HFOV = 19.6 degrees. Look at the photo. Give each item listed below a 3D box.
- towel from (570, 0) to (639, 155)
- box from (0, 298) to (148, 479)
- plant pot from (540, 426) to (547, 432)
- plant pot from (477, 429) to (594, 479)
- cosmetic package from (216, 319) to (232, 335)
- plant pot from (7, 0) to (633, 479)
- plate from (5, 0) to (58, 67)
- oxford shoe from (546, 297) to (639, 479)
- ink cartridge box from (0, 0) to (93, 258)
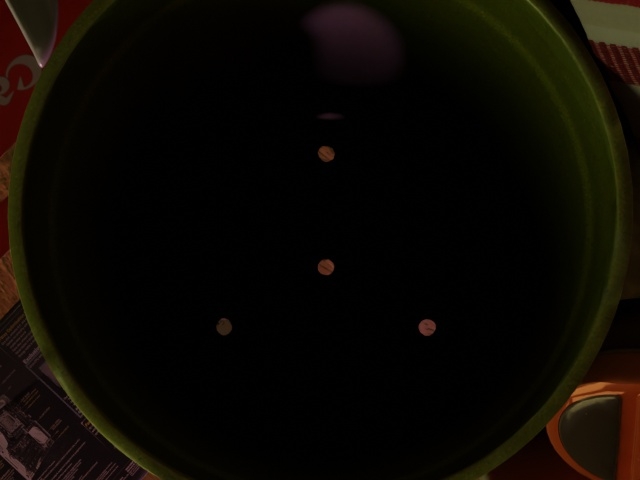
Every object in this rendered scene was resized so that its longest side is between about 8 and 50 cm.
[{"bbox_3d":[0.262,-0.081,1.038,0.237,0.037,0.329,18,151,43],"label":"towel"},{"bbox_3d":[-0.284,0.178,2.136,0.242,0.307,0.076,44,156,-9],"label":"box"},{"bbox_3d":[0.134,0.267,1.490,0.323,0.323,0.280,44,168,-6],"label":"plant pot"},{"bbox_3d":[0.229,0.229,1.250,0.243,0.275,0.275,-3,155,-3],"label":"plant pot"},{"bbox_3d":[-0.123,0.095,1.899,0.113,0.160,0.309,41,159,3],"label":"cosmetic package"},{"bbox_3d":[0.000,0.000,1.258,0.366,0.366,0.353,40,175,4],"label":"plant pot"},{"bbox_3d":[-0.247,-0.291,1.219,0.277,0.045,0.278,-120,6,-47],"label":"plate"},{"bbox_3d":[0.324,0.081,1.116,0.363,0.133,0.130,5,131,22],"label":"oxford shoe"},{"bbox_3d":[-0.342,-0.182,1.514,0.385,0.308,0.091,43,161,-4],"label":"ink cartridge box"}]
